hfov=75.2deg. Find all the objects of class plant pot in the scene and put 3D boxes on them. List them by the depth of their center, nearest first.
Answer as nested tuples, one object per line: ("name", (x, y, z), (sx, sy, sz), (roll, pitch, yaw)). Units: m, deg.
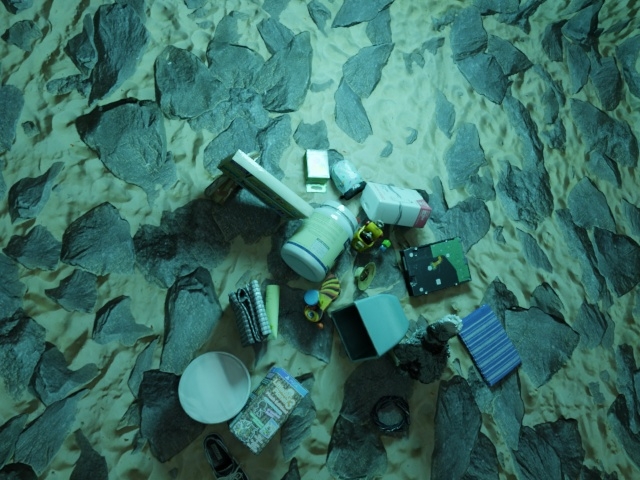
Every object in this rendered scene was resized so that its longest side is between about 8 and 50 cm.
("plant pot", (0.242, 0.365, 1.846), (0.252, 0.247, 0.247), (-19, 79, -29))

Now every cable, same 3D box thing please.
("cable", (0.313, 0.765, 1.842), (0.185, 0.047, 0.150), (9, 72, -11))

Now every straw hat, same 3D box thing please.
("straw hat", (0.199, 0.160, 1.980), (0.061, 0.144, 0.144), (23, 64, 34))

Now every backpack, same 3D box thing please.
("backpack", (0.135, -0.311, 2.079), (0.152, 0.115, 0.182), (-32, 81, -18))

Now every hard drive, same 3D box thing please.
("hard drive", (0.572, 0.126, 2.065), (0.339, 0.064, 0.236), (-13, 90, -17))

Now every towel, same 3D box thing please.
("towel", (-0.294, 0.311, 1.696), (0.121, 0.283, 0.235), (-14, 77, -17))
("towel", (0.827, 0.511, 2.059), (0.243, 0.040, 0.336), (-27, 84, -21))

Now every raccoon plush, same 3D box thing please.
("raccoon plush", (0.525, 0.428, 1.791), (0.299, 0.446, 0.216), (-29, 77, -46))

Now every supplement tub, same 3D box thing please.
("supplement tub", (0.000, 0.000, 1.887), (0.235, 0.235, 0.325), (38, 69, -1))

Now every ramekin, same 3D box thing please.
("ramekin", (-0.413, 0.585, 1.652), (0.273, 0.127, 0.272), (3, 66, -7))

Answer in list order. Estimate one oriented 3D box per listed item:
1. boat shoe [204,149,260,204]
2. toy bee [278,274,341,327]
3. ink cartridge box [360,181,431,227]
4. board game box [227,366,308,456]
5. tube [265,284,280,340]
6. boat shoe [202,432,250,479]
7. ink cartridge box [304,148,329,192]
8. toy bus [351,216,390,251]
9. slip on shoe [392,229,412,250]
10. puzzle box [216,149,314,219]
("boat shoe", (-0.394, -0.293, 1.947), (0.324, 0.123, 0.116), (-47, 108, -17))
("toy bee", (-0.009, 0.300, 1.838), (0.298, 0.195, 0.162), (-44, 69, 16))
("ink cartridge box", (0.362, -0.172, 2.027), (0.283, 0.117, 0.207), (7, 32, -19))
("board game box", (-0.214, 0.659, 1.641), (0.141, 0.232, 0.291), (43, 69, 0))
("tube", (-0.214, 0.317, 1.824), (0.062, 0.070, 0.240), (0, 71, 2))
("boat shoe", (-0.356, 0.889, 1.604), (0.113, 0.105, 0.306), (-25, 81, -19))
("ink cartridge box", (-0.018, -0.347, 2.078), (0.109, 0.062, 0.209), (0, 74, -15))
("toy bus", (0.216, -0.013, 1.974), (0.191, 0.202, 0.104), (23, 62, 41))
("slip on shoe", (0.415, 0.003, 2.095), (0.051, 0.041, 0.135), (-28, 83, -20))
("puzzle box", (-0.242, -0.227, 1.809), (0.409, 0.272, 0.052), (37, 75, -22))
